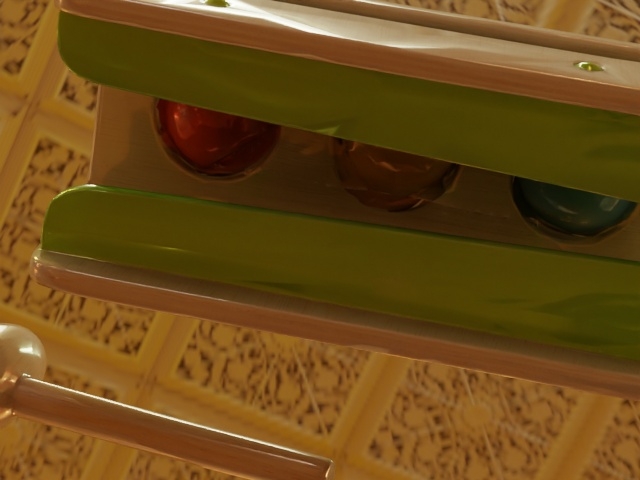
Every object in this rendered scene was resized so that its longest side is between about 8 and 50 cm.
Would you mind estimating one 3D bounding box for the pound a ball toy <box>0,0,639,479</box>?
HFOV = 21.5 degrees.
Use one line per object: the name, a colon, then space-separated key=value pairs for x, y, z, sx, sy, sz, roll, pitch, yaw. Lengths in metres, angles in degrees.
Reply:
pound a ball toy: x=0.000 y=0.000 z=0.714 sx=0.319 sy=0.136 sz=0.208 roll=10 pitch=-72 yaw=6
